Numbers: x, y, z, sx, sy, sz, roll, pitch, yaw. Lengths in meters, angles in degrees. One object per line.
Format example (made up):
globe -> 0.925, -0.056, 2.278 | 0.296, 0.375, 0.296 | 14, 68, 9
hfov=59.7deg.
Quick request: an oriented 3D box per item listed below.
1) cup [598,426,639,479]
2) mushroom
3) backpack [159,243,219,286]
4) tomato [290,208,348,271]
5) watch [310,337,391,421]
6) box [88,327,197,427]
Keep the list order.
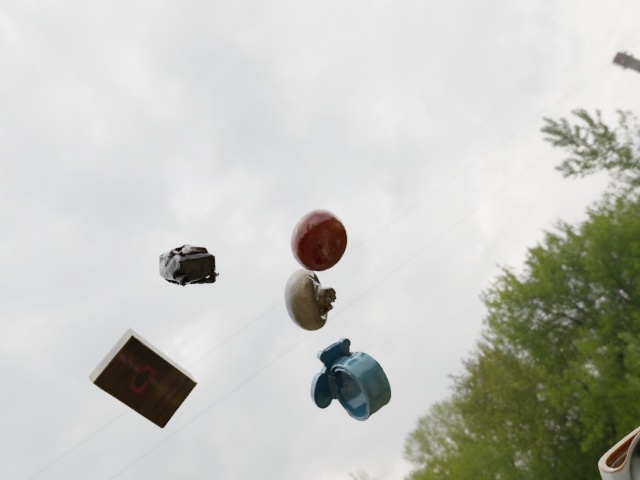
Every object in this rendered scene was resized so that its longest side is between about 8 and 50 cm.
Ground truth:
cup -> 0.509, 0.283, 0.738 | 0.263, 0.226, 0.183 | -11, -94, -46
mushroom -> -0.035, 0.205, 1.971 | 0.177, 0.227, 0.226 | -19, -33, 18
backpack -> -0.357, 0.063, 1.464 | 0.119, 0.165, 0.106 | -9, -78, -46
tomato -> 0.000, 0.000, 1.708 | 0.195, 0.136, 0.195 | -9, -76, -42
watch -> 0.095, 0.388, 1.539 | 0.210, 0.193, 0.211 | -8, -77, -38
box -> -0.466, 0.369, 1.484 | 0.159, 0.071, 0.240 | -51, -62, -16
